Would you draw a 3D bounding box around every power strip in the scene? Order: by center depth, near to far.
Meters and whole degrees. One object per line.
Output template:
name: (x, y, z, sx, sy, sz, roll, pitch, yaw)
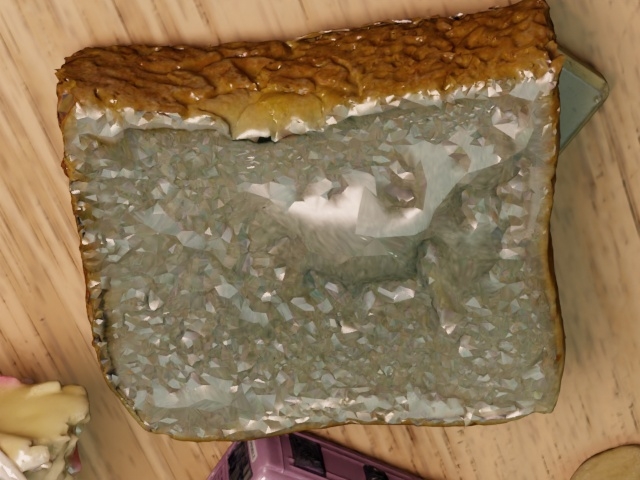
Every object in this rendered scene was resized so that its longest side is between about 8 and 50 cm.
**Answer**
power strip: (0.104, -0.055, 1.212, 0.076, 0.028, 0.169, 31, 112, -22)

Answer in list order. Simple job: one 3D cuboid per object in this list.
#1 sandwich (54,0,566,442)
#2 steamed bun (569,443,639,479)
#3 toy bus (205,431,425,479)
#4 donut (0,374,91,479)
sandwich: (0.000, 0.000, 1.166, 0.301, 0.099, 0.271, -5, 118, 3)
steamed bun: (0.255, 0.230, 1.373, 0.192, 0.106, 0.177, 0, 121, -7)
toy bus: (0.019, 0.202, 1.326, 0.199, 0.096, 0.108, 23, 112, -18)
donut: (-0.171, 0.250, 1.239, 0.307, 0.150, 0.371, -26, 114, 38)
